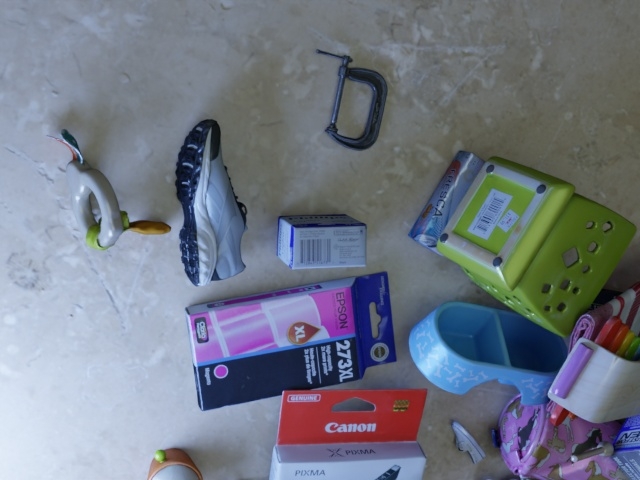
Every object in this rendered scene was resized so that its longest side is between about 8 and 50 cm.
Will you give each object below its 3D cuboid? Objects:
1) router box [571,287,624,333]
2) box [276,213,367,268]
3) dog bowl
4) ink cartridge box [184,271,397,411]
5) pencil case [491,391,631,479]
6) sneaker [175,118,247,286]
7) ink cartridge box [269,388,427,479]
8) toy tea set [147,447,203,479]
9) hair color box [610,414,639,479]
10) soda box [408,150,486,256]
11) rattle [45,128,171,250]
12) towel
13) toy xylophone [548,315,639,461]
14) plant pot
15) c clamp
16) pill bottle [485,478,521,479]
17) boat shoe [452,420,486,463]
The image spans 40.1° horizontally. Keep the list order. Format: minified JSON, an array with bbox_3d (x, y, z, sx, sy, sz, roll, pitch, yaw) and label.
[{"bbox_3d":[0.533,0.138,1.677,0.122,0.038,0.092,10,98,-16],"label":"router box"},{"bbox_3d":[0.000,0.000,1.465,0.126,0.137,0.072,-2,99,-14],"label":"box"},{"bbox_3d":[0.307,0.193,1.558,0.297,0.166,0.074,11,135,-15],"label":"dog bowl"},{"bbox_3d":[-0.041,0.172,1.527,0.370,0.069,0.176,-10,102,-15],"label":"ink cartridge box"},{"bbox_3d":[0.520,0.414,1.661,0.386,0.160,0.167,25,115,-18],"label":"pencil case"},{"bbox_3d":[-0.174,-0.064,1.440,0.107,0.100,0.272,-7,105,-27],"label":"sneaker"},{"bbox_3d":[0.054,0.379,1.558,0.275,0.060,0.239,2,116,-15],"label":"ink cartridge box"},{"bbox_3d":[-0.197,0.497,1.508,0.336,0.124,0.200,30,91,-17],"label":"toy tea set"},{"bbox_3d":[0.693,0.331,1.630,0.185,0.110,0.339,47,60,-6],"label":"hair color box"},{"bbox_3d":[0.233,-0.067,1.554,0.063,0.058,0.183,31,91,-17],"label":"soda box"},{"bbox_3d":[-0.335,-0.094,1.401,0.142,0.130,0.200,-20,78,-21],"label":"rattle"},{"bbox_3d":[0.535,0.165,1.569,0.329,0.037,0.237,-23,135,-37],"label":"towel"},{"bbox_3d":[0.484,0.256,1.482,0.322,0.081,0.236,22,101,-54],"label":"toy xylophone"},{"bbox_3d":[0.345,-0.005,1.478,0.207,0.227,0.228,30,92,-37],"label":"plant pot"},{"bbox_3d":[0.047,-0.236,1.499,0.137,0.022,0.161,4,97,-20],"label":"c clamp"},{"bbox_3d":[0.397,0.516,1.673,0.193,0.108,0.108,19,95,-16],"label":"pill bottle"},{"bbox_3d":[0.273,0.384,1.657,0.035,0.035,0.100,-41,113,-7],"label":"boat shoe"}]
